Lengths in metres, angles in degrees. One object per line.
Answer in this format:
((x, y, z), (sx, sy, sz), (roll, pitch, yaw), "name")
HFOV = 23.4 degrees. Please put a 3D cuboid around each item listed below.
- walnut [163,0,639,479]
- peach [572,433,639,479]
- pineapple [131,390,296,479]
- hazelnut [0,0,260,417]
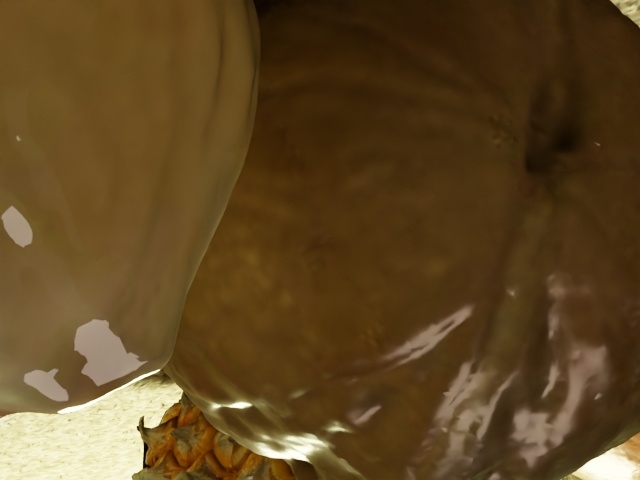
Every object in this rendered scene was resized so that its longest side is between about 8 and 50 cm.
((0.049, 0.000, 0.797), (0.333, 0.332, 0.333), (-18, 164, -5), "walnut")
((0.287, 0.067, 1.314), (0.289, 0.288, 0.308), (-12, 169, -24), "peach")
((0.016, 0.243, 1.483), (0.300, 0.352, 0.352), (-20, 167, 36), "pineapple")
((-0.139, -0.045, 0.497), (0.261, 0.241, 0.261), (-44, 167, -12), "hazelnut")
